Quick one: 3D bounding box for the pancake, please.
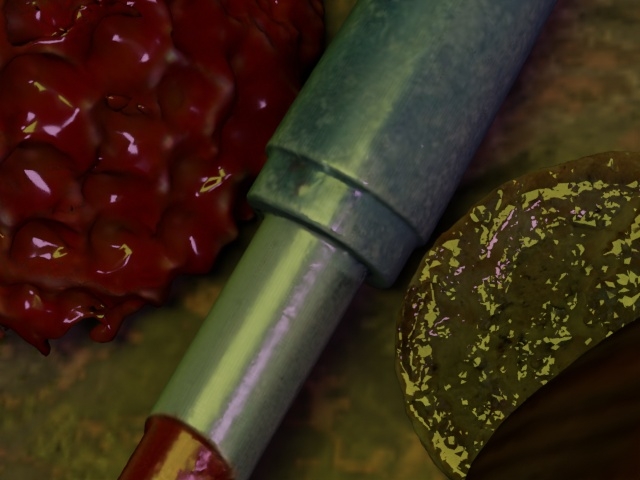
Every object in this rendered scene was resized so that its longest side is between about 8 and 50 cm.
[{"bbox_3d":[0.093,0.035,0.503,0.139,0.022,0.139,-5,70,13],"label":"pancake"}]

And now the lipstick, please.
[{"bbox_3d":[0.000,0.000,0.523,0.061,0.068,0.274,26,80,25],"label":"lipstick"}]

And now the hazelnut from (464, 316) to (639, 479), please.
[{"bbox_3d":[0.134,0.105,0.388,0.186,0.210,0.210,43,89,-11],"label":"hazelnut"}]

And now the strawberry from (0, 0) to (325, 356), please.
[{"bbox_3d":[-0.120,-0.096,0.546,0.234,0.178,0.234,-5,67,11],"label":"strawberry"}]
